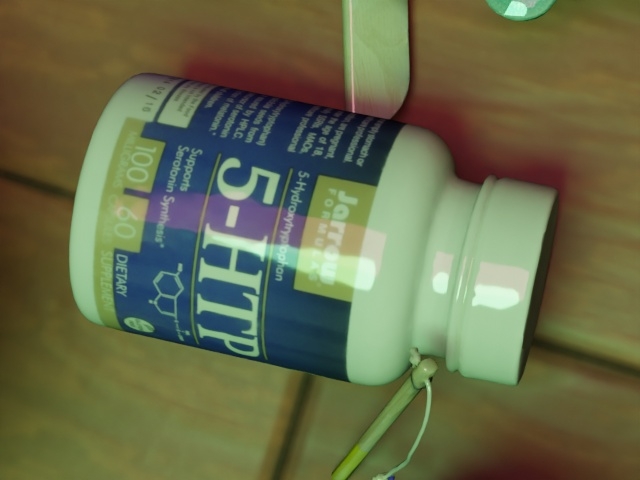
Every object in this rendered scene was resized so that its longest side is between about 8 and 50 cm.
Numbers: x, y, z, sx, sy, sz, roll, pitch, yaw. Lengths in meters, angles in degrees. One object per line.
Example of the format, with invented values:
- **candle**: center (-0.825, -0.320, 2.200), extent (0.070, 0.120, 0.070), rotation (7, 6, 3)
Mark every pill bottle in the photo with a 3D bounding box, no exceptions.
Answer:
- **pill bottle**: center (0.000, 0.000, 0.753), extent (0.186, 0.112, 0.112), rotation (11, 90, 11)

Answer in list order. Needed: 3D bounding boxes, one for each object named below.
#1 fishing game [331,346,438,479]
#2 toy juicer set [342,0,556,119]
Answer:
- **fishing game**: center (0.076, 0.186, 0.714), extent (0.041, 0.189, 0.264), rotation (-15, 65, -22)
- **toy juicer set**: center (0.120, -0.203, 0.749), extent (0.329, 0.089, 0.209), rotation (-23, 85, 9)
